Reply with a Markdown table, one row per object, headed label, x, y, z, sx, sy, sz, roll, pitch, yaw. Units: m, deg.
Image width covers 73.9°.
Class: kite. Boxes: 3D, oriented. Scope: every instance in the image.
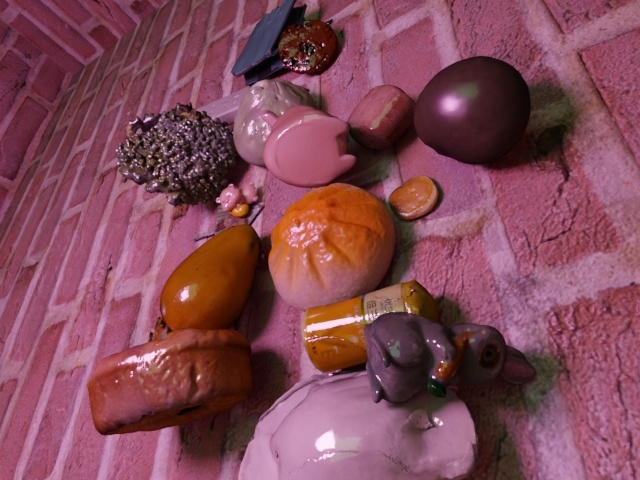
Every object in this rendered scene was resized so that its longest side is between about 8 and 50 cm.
| label | x | y | z | sx | sy | sz | roll | pitch | yaw |
| --- | --- | --- | --- | --- | --- | --- | --- | --- | --- |
| kite | -0.272 | -0.050 | 1.237 | 0.267 | 0.013 | 0.323 | -23 | 49 | 22 |

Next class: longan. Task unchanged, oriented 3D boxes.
| label | x | y | z | sx | sy | sz | roll | pitch | yaw |
| --- | --- | --- | --- | --- | --- | --- | --- | --- | --- |
| longan | 0.290 | -0.252 | 0.822 | 0.220 | 0.196 | 0.196 | 31 | 83 | 46 |

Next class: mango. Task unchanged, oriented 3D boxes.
| label | x | y | z | sx | sy | sz | roll | pitch | yaw |
| --- | --- | --- | --- | --- | --- | --- | --- | --- | --- |
| mango | -0.250 | 0.091 | 1.008 | 0.211 | 0.173 | 0.317 | -20 | 33 | 43 |

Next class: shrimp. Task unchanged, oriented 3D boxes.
| label | x | y | z | sx | sy | sz | roll | pitch | yaw |
| --- | --- | --- | --- | --- | --- | --- | --- | --- | --- |
| shrimp | -0.433 | 0.297 | 1.108 | 0.115 | 0.051 | 0.217 | -24 | 53 | 25 |

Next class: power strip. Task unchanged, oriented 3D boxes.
| label | x | y | z | sx | sy | sz | roll | pitch | yaw |
| --- | --- | --- | --- | --- | --- | --- | --- | --- | --- |
| power strip | -0.341 | -0.462 | 1.522 | 0.338 | 0.058 | 0.098 | -10 | 57 | 32 |

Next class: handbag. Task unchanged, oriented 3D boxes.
| label | x | y | z | sx | sy | sz | roll | pitch | yaw |
| --- | --- | --- | --- | --- | --- | --- | --- | --- | --- |
| handbag | -0.173 | -0.691 | 1.502 | 0.268 | 0.100 | 0.274 | -4 | 62 | 48 |

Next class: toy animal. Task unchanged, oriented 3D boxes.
| label | x | y | z | sx | sy | sz | roll | pitch | yaw |
| --- | --- | --- | --- | --- | --- | --- | --- | --- | --- |
| toy animal | -0.035 | -0.236 | 1.019 | 0.213 | 0.195 | 0.256 | -17 | 21 | 6 |
| toy animal | 0.194 | 0.159 | 0.614 | 0.251 | 0.125 | 0.127 | -2 | 66 | -7 |
| toy animal | -0.233 | -0.119 | 1.189 | 0.114 | 0.082 | 0.091 | -32 | 48 | 12 |

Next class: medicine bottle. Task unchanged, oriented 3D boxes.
| label | x | y | z | sx | sy | sz | roll | pitch | yaw |
| --- | --- | --- | --- | --- | --- | --- | --- | --- | --- |
| medicine bottle | 0.091 | 0.152 | 0.755 | 0.239 | 0.124 | 0.124 | -21 | 52 | 23 |

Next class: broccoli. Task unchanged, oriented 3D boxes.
| label | x | y | z | sx | sy | sz | roll | pitch | yaw |
| --- | --- | --- | --- | --- | --- | --- | --- | --- | --- |
| broccoli | -0.430 | -0.261 | 1.292 | 0.272 | 0.324 | 0.334 | -12 | 47 | 49 |

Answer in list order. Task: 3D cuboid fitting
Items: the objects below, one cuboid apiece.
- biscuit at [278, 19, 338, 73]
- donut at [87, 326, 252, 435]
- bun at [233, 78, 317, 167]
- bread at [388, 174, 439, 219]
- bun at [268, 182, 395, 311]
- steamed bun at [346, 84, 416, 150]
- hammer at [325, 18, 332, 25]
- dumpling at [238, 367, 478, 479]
| label | x | y | z | sx | sy | sz | roll | pitch | yaw |
| --- | --- | --- | --- | --- | --- | --- | --- | --- | --- |
| biscuit | -0.038 | -0.613 | 1.344 | 0.192 | 0.049 | 0.192 | 0 | 80 | 2 |
| donut | -0.293 | 0.282 | 0.854 | 0.317 | 0.299 | 0.150 | -40 | 55 | 43 |
| bun | -0.152 | -0.355 | 1.228 | 0.283 | 0.179 | 0.283 | -17 | 56 | 28 |
| bread | 0.197 | -0.092 | 0.903 | 0.110 | 0.024 | 0.110 | -19 | 53 | 27 |
| bun | 0.000 | 0.000 | 0.895 | 0.299 | 0.165 | 0.299 | -19 | 51 | 26 |
| steamed bun | 0.143 | -0.288 | 1.022 | 0.145 | 0.106 | 0.175 | -52 | 31 | 4 |
| hammer | -0.034 | -0.730 | 1.496 | 0.178 | 0.021 | 0.065 | -13 | 56 | 27 |
| dumpling | 0.049 | 0.295 | 0.669 | 0.341 | 0.181 | 0.260 | -42 | 21 | 23 |
